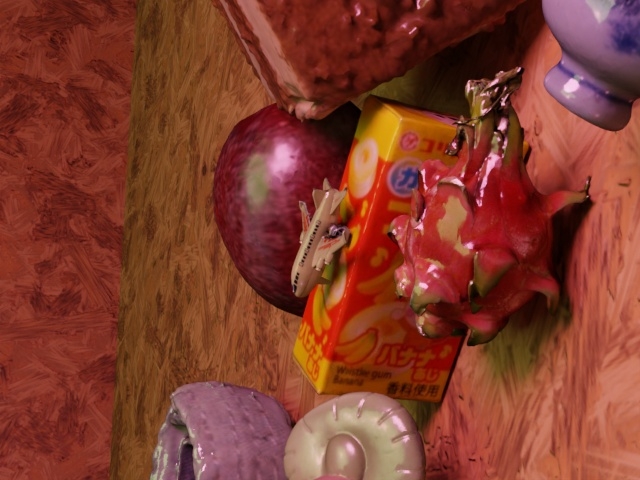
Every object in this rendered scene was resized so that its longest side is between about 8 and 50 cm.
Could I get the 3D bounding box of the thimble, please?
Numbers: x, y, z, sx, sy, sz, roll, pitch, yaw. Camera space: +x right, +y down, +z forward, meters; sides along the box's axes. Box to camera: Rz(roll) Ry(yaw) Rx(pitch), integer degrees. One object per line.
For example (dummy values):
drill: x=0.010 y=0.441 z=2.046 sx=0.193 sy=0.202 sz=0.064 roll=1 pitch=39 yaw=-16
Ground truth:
thimble: x=-0.123 y=0.311 z=1.250 sx=0.205 sy=0.171 sz=0.250 roll=-36 pitch=51 yaw=54

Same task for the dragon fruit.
dragon fruit: x=0.139 y=-0.023 z=0.770 sx=0.135 sy=0.137 sz=0.236 roll=43 pitch=119 yaw=61

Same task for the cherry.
cherry: x=-0.019 y=-0.042 z=1.087 sx=0.230 sy=0.202 sz=0.301 roll=-21 pitch=77 yaw=63

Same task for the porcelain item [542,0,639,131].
porcelain item: x=0.238 y=-0.194 z=0.603 sx=0.259 sy=0.141 sz=0.141 roll=-61 pitch=28 yaw=24

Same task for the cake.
cake: x=0.012 y=-0.291 z=0.894 sx=0.282 sy=0.255 sz=0.290 roll=61 pitch=172 yaw=-18

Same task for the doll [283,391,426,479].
doll: x=0.035 y=0.297 z=0.873 sx=0.268 sy=0.216 sz=0.284 roll=-34 pitch=70 yaw=33

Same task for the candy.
candy: x=0.080 y=0.014 z=0.891 sx=0.088 sy=0.146 sz=0.276 roll=-131 pitch=54 yaw=-61

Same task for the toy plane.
toy plane: x=0.000 y=0.000 z=0.850 sx=0.102 sy=0.040 sz=0.111 roll=-139 pitch=59 yaw=-65
